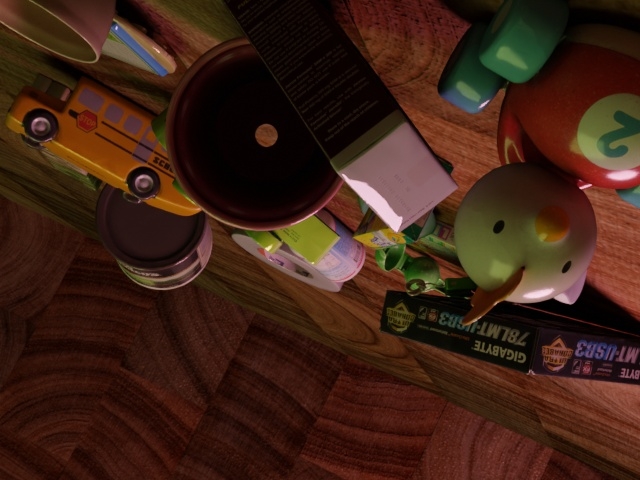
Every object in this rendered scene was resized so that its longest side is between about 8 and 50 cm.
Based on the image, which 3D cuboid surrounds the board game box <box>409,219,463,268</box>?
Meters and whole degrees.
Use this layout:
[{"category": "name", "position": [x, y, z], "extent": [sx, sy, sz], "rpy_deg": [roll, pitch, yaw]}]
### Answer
[{"category": "board game box", "position": [0.161, -0.004, 1.730], "extent": [0.154, 0.026, 0.103], "rpy_deg": [25, 169, 14]}]

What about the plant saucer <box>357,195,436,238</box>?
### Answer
[{"category": "plant saucer", "position": [0.098, -0.036, 1.655], "extent": [0.119, 0.021, 0.119], "rpy_deg": [24, 152, 14]}]

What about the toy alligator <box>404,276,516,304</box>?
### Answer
[{"category": "toy alligator", "position": [0.214, 0.064, 1.689], "extent": [0.190, 0.056, 0.051], "rpy_deg": [-4, 164, 10]}]

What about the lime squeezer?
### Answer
[{"category": "lime squeezer", "position": [0.154, 0.041, 1.889], "extent": [0.310, 0.058, 0.110], "rpy_deg": [35, 160, -32]}]

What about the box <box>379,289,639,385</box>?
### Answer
[{"category": "box", "position": [0.287, 0.137, 1.735], "extent": [0.296, 0.073, 0.293], "rpy_deg": [9, -179, -40]}]

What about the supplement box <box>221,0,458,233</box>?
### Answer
[{"category": "supplement box", "position": [0.013, -0.131, 1.061], "extent": [0.239, 0.073, 0.130], "rpy_deg": [57, -172, 34]}]

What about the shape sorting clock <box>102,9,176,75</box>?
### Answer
[{"category": "shape sorting clock", "position": [-0.264, -0.264, 1.486], "extent": [0.206, 0.040, 0.206], "rpy_deg": [25, 173, 3]}]

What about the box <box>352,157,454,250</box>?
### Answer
[{"category": "box", "position": [0.094, -0.043, 1.492], "extent": [0.043, 0.105, 0.179], "rpy_deg": [30, 170, -13]}]

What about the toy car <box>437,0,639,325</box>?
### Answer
[{"category": "toy car", "position": [0.181, -0.035, 0.956], "extent": [0.219, 0.238, 0.210], "rpy_deg": [28, 169, -7]}]

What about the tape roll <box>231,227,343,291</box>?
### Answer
[{"category": "tape roll", "position": [-0.048, 0.011, 2.195], "extent": [0.219, 0.072, 0.219], "rpy_deg": [26, 169, 6]}]

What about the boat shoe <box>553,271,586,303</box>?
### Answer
[{"category": "boat shoe", "position": [0.266, 0.018, 1.467], "extent": [0.076, 0.080, 0.228], "rpy_deg": [21, 175, 24]}]

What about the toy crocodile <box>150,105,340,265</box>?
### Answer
[{"category": "toy crocodile", "position": [-0.110, -0.078, 1.814], "extent": [0.341, 0.115, 0.105], "rpy_deg": [34, -174, -25]}]

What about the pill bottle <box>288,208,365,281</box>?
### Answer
[{"category": "pill bottle", "position": [0.000, 0.000, 1.982], "extent": [0.087, 0.087, 0.160], "rpy_deg": [19, 166, 39]}]

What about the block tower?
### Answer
[{"category": "block tower", "position": [-0.445, -0.183, 2.180], "extent": [0.091, 0.097, 0.335], "rpy_deg": [26, 171, 8]}]

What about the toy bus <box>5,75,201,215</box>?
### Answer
[{"category": "toy bus", "position": [-0.321, -0.151, 1.923], "extent": [0.333, 0.130, 0.108], "rpy_deg": [30, 170, -13]}]

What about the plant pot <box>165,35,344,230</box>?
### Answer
[{"category": "plant pot", "position": [-0.062, -0.119, 1.333], "extent": [0.201, 0.201, 0.180], "rpy_deg": [28, -175, -3]}]

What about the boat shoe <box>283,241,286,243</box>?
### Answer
[{"category": "boat shoe", "position": [-0.087, -0.046, 2.057], "extent": [0.178, 0.060, 0.064], "rpy_deg": [25, -166, 4]}]

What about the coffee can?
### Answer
[{"category": "coffee can", "position": [-0.309, -0.022, 2.322], "extent": [0.202, 0.201, 0.275], "rpy_deg": [27, 170, 2]}]

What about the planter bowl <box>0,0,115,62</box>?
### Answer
[{"category": "planter bowl", "position": [-0.280, -0.275, 1.283], "extent": [0.162, 0.109, 0.162], "rpy_deg": [27, 170, 5]}]
